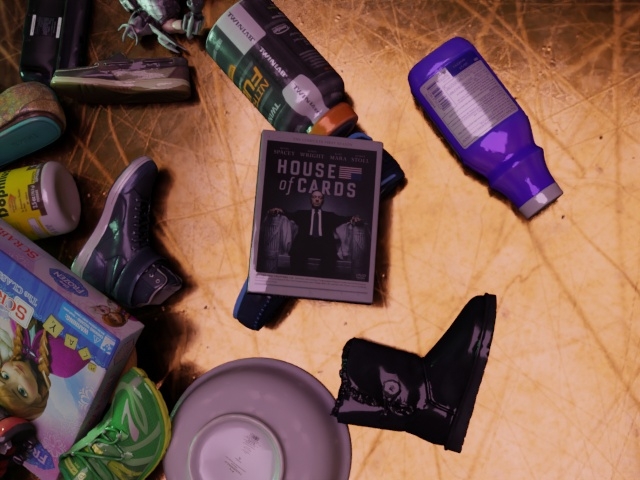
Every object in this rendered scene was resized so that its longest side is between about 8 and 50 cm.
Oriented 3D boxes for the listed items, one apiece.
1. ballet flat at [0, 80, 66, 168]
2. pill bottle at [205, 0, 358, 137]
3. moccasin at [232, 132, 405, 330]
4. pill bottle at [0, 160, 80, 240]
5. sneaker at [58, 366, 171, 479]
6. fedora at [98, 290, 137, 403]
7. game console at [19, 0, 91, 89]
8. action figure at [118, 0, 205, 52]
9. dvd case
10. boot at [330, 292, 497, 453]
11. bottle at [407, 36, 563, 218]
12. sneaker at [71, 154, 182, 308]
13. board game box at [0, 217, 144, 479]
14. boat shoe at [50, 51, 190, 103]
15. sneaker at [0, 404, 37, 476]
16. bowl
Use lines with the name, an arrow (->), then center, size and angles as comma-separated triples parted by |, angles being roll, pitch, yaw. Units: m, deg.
ballet flat -> -0.575, -0.154, 1.514 | 0.348, 0.123, 0.123 | -26, 81, 7
pill bottle -> -0.052, -0.246, 1.418 | 0.130, 0.130, 0.246 | -42, 79, 3
moccasin -> 0.000, 0.000, 1.385 | 0.117, 0.138, 0.342 | 35, 92, 6
pill bottle -> -0.501, -0.050, 1.479 | 0.215, 0.117, 0.117 | -12, 83, 8
sneaker -> -0.311, 0.323, 1.367 | 0.109, 0.123, 0.296 | 36, 112, 31
fedora -> -0.344, 0.153, 1.440 | 0.194, 0.079, 0.194 | 7, 109, 23
game console -> -0.443, -0.430, 1.546 | 0.213, 0.044, 0.361 | 6, 85, 11
action figure -> -0.222, -0.425, 1.482 | 0.185, 0.099, 0.285 | 45, 96, 5
dvd case -> -0.006, -0.034, 1.325 | 0.179, 0.029, 0.239 | 5, 79, -5
boot -> 0.136, 0.174, 1.364 | 0.207, 0.094, 0.247 | 16, 93, 7
bottle -> 0.249, -0.163, 1.380 | 0.118, 0.092, 0.283 | -37, 80, 5
sneaker -> -0.268, -0.004, 1.448 | 0.163, 0.086, 0.226 | 28, 95, 17
board game box -> -0.459, 0.165, 1.412 | 0.318, 0.066, 0.318 | 34, 118, 11
boat shoe -> -0.317, -0.264, 1.494 | 0.223, 0.080, 0.073 | 2, 77, 3
sneaker -> -0.550, 0.349, 1.394 | 0.135, 0.097, 0.276 | 40, 95, 19
bowl -> -0.109, 0.322, 1.372 | 0.297, 0.134, 0.298 | -1, 85, 9
